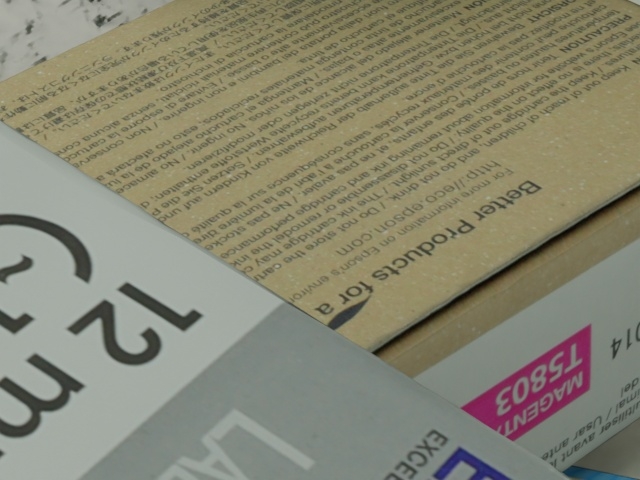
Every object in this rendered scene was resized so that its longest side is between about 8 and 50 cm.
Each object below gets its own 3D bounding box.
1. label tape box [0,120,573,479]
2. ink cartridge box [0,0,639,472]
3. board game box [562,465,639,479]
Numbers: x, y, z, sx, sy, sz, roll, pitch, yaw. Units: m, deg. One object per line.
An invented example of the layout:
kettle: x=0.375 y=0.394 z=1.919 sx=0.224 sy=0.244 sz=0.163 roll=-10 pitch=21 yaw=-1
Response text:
label tape box: x=-0.076 y=0.111 z=0.314 sx=0.348 sy=0.115 sz=0.249 roll=30 pitch=48 yaw=21
ink cartridge box: x=0.000 y=0.000 z=0.568 sx=0.235 sy=0.088 sz=0.193 roll=-29 pitch=42 yaw=-28
board game box: x=0.081 y=0.113 z=0.529 sx=0.154 sy=0.026 sz=0.103 roll=11 pitch=45 yaw=7
